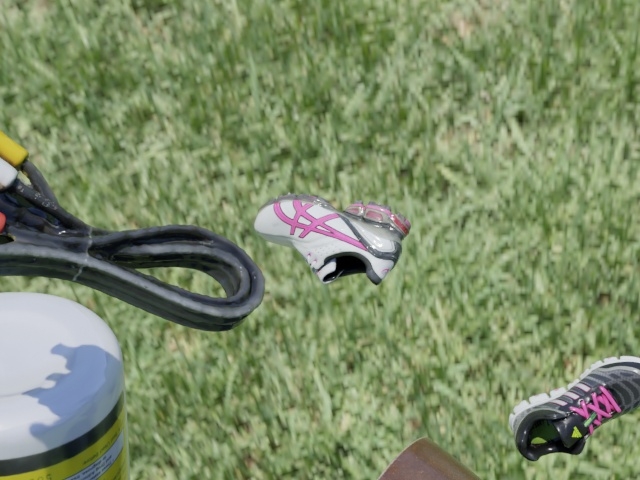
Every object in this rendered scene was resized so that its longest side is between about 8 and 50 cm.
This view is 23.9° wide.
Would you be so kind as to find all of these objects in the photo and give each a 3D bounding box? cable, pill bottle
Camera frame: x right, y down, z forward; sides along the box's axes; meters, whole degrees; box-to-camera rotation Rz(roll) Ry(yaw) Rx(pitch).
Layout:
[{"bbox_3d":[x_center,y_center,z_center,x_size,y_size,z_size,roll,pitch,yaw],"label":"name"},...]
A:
[{"bbox_3d":[-0.156,-0.011,0.887,0.287,0.072,0.139,24,37,-16],"label":"cable"},{"bbox_3d":[-0.250,0.225,1.251,0.188,0.334,0.188,1,32,-1],"label":"pill bottle"}]

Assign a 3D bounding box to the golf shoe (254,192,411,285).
[{"bbox_3d":[0.000,0.000,1.585,0.186,0.067,0.086,6,63,36],"label":"golf shoe"}]

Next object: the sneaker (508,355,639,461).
[{"bbox_3d":[0.265,0.177,1.532,0.170,0.063,0.075,-27,21,25],"label":"sneaker"}]

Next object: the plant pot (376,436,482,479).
[{"bbox_3d":[0.157,0.355,1.589,0.230,0.215,0.215,28,66,22],"label":"plant pot"}]
